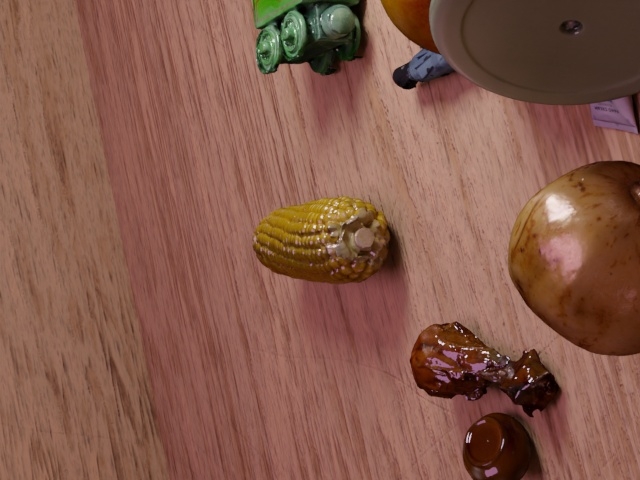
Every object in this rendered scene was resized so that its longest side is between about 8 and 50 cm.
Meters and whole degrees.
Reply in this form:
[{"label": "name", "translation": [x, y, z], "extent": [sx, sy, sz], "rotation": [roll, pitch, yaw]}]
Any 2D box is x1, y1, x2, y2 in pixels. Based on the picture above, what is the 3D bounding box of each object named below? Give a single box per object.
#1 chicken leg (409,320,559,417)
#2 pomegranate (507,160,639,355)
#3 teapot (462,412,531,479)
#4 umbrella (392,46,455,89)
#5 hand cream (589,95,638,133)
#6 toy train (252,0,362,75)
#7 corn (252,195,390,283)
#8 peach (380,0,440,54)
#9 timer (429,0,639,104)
[{"label": "chicken leg", "translation": [0.217, 0.173, 2.008], "extent": [0.304, 0.093, 0.113], "rotation": [5, 90, 62]}, {"label": "pomegranate", "translation": [0.319, 0.011, 1.595], "extent": [0.215, 0.215, 0.215], "rotation": [172, 90, -66]}, {"label": "teapot", "translation": [0.244, 0.288, 1.996], "extent": [0.098, 0.078, 0.129], "rotation": [-44, 33, 12]}, {"label": "umbrella", "translation": [0.166, -0.254, 2.024], "extent": [0.250, 0.052, 0.053], "rotation": [165, 95, -65]}, {"label": "hand cream", "translation": [0.328, -0.194, 1.691], "extent": [0.084, 0.053, 0.142], "rotation": [24, 129, 62]}, {"label": "toy train", "translation": [-0.023, -0.364, 2.331], "extent": [0.243, 0.132, 0.188], "rotation": [164, 102, -64]}, {"label": "corn", "translation": [0.000, 0.000, 2.380], "extent": [0.387, 0.144, 0.144], "rotation": [180, 83, -71]}, {"label": "peach", "translation": [0.176, -0.335, 1.775], "extent": [0.231, 0.231, 0.231], "rotation": [172, 90, -66]}, {"label": "timer", "translation": [0.267, -0.350, 1.568], "extent": [0.291, 0.291, 0.315], "rotation": [127, 151, -58]}]
